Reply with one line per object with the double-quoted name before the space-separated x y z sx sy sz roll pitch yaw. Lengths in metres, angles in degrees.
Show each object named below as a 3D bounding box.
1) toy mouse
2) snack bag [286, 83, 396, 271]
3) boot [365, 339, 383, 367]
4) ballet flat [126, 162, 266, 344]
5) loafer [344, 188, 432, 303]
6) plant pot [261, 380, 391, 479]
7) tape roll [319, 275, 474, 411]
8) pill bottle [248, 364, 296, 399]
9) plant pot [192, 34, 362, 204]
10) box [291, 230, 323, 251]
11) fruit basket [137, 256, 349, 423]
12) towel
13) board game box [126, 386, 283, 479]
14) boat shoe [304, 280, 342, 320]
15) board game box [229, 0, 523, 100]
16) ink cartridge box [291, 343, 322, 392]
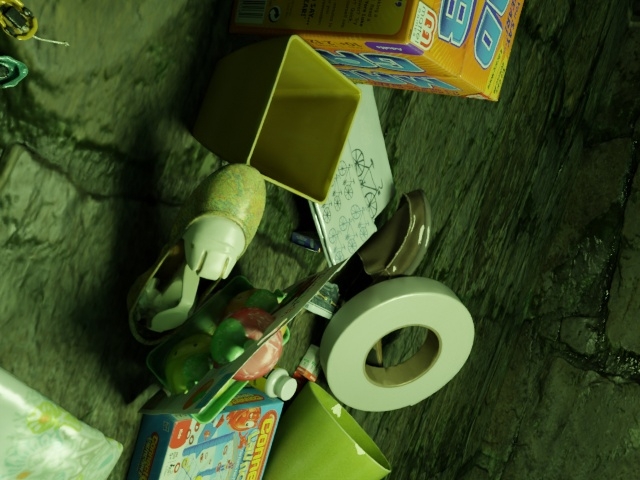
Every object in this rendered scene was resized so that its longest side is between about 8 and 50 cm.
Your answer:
"toy mouse" -0.403 -0.230 0.660 0.161 0.031 0.143 44 69 -51
"snack bag" 0.071 -0.155 1.226 0.342 0.037 0.323 -45 126 -44
"boot" 0.141 0.312 1.555 0.115 0.112 0.306 -41 133 -50
"ballet flat" -0.189 0.038 0.850 0.123 0.123 0.348 0 140 -52
"loafer" 0.156 0.041 1.362 0.130 0.134 0.366 14 113 -13
"plant pot" -0.036 0.529 1.311 0.293 0.275 0.275 -44 140 -3
"tape roll" 0.190 0.264 1.394 0.391 0.072 0.392 -9 124 -13
"pill bottle" -0.109 0.293 1.201 0.065 0.116 0.065 -26 124 -45
"plant pot" -0.087 -0.203 0.953 0.212 0.187 0.212 20 88 -54
"box" 0.000 0.000 1.244 0.136 0.081 0.028 -2 107 -53
"fruit basket" -0.143 0.156 0.927 0.165 0.353 0.327 48 58 -2
"towel" -0.467 0.336 0.726 0.321 0.090 0.375 -58 136 -27
"board game box" -0.238 0.464 1.133 0.301 0.086 0.309 11 96 -54
"boat shoe" 0.027 0.145 1.355 0.183 0.065 0.083 31 83 -51
"board game box" 0.122 -0.470 0.963 0.356 0.356 0.357 3 103 -53
"ink cartridge box" -0.028 0.319 1.391 0.115 0.029 0.063 -59 143 -17
